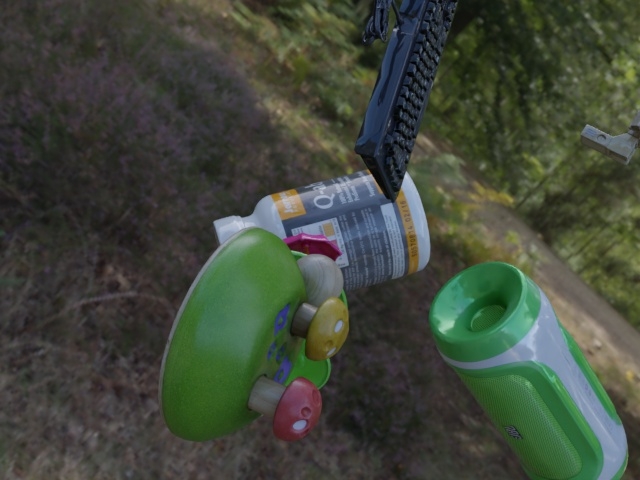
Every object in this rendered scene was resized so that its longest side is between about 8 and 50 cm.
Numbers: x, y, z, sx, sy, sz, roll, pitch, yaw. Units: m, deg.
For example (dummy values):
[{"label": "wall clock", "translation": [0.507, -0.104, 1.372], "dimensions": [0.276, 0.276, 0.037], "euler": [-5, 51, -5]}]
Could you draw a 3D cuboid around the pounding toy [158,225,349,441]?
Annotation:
[{"label": "pounding toy", "translation": [-0.027, 0.094, 0.784], "dimensions": [0.110, 0.182, 0.237], "euler": [20, 2, 19]}]

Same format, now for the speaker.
[{"label": "speaker", "translation": [0.231, 0.159, 1.019], "dimensions": [0.296, 0.131, 0.131], "euler": [53, 5, -32]}]

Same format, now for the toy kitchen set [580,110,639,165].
[{"label": "toy kitchen set", "translation": [0.417, -0.165, 1.311], "dimensions": [0.075, 0.083, 0.068], "euler": [31, -6, 23]}]

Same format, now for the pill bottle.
[{"label": "pill bottle", "translation": [0.000, 0.000, 1.319], "dimensions": [0.162, 0.279, 0.162], "euler": [165, -90, -81]}]

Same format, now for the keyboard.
[{"label": "keyboard", "translation": [0.098, -0.218, 0.998], "dimensions": [0.033, 0.317, 0.201], "euler": [7, -22, 26]}]

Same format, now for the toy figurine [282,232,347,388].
[{"label": "toy figurine", "translation": [-0.017, 0.063, 1.083], "dimensions": [0.159, 0.130, 0.173], "euler": [-63, 145, -66]}]
